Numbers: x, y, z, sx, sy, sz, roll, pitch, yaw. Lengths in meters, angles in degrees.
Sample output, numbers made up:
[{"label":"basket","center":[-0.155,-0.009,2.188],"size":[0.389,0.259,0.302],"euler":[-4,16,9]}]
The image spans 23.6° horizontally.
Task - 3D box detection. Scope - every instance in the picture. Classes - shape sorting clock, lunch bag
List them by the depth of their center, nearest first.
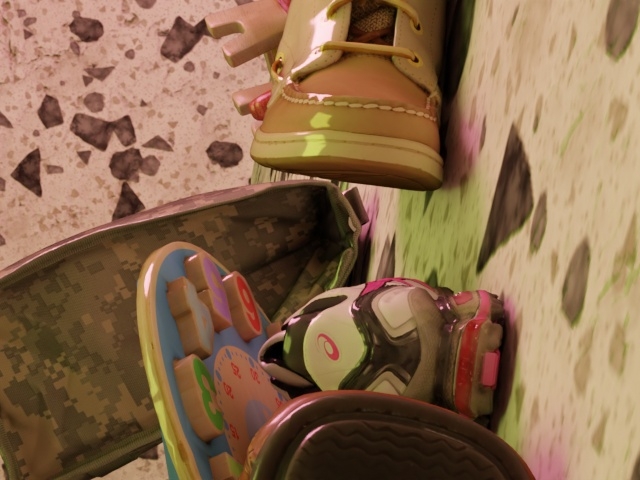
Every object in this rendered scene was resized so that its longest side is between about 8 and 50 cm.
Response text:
[{"label":"shape sorting clock","center":[-0.017,0.093,0.637],"size":[0.206,0.040,0.206],"euler":[60,-165,-28]},{"label":"lunch bag","center":[-0.099,0.053,1.089],"size":[0.169,0.287,0.235],"euler":[63,175,0]}]

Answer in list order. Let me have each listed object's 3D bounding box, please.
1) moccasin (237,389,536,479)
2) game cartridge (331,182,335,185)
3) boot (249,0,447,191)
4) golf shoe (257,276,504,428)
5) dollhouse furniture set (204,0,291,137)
[{"label":"moccasin","center":[-0.026,0.234,0.447],"size":[0.147,0.139,0.380],"euler":[111,168,-68]},{"label":"game cartridge","center":[0.000,0.000,1.272],"size":[0.056,0.017,0.083],"euler":[-91,11,-45]},{"label":"boot","center":[0.031,-0.133,0.787],"size":[0.262,0.095,0.203],"euler":[-86,8,-81]},{"label":"golf shoe","center":[0.018,0.044,0.625],"size":[0.186,0.086,0.067],"euler":[122,156,-80]},{"label":"dollhouse furniture set","center":[-0.019,-0.228,1.185],"size":[0.201,0.152,0.374],"euler":[-120,10,-49]}]
